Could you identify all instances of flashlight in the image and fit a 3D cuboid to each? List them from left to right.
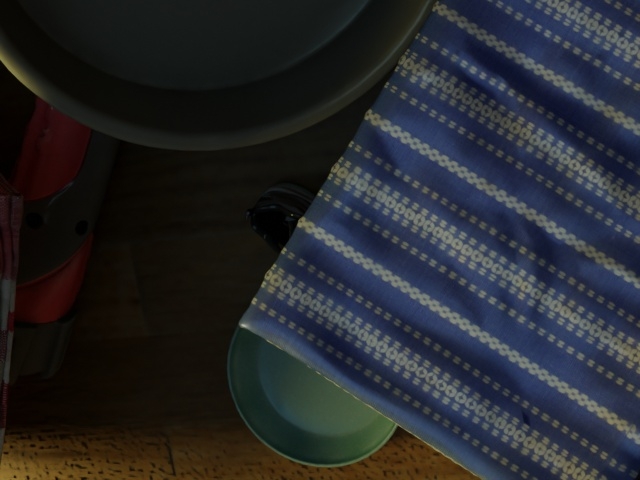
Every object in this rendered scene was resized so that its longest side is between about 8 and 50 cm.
[{"bbox_3d":[-0.172,-0.063,1.174,0.103,0.103,0.304,21,112,9],"label":"flashlight"}]

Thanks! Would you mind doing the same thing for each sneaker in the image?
[{"bbox_3d":[0.000,0.000,1.151,0.098,0.069,0.038,19,111,13],"label":"sneaker"}]

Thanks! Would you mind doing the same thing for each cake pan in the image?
[{"bbox_3d":[-0.063,-0.194,1.059,0.293,0.054,0.293,-5,116,-11],"label":"cake pan"}]

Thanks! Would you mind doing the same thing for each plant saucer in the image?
[{"bbox_3d":[0.000,0.084,1.201,0.119,0.021,0.119,5,106,17],"label":"plant saucer"}]

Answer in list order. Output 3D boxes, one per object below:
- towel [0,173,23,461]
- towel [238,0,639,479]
[{"bbox_3d":[-0.264,0.059,1.175,0.237,0.037,0.329,40,132,41],"label":"towel"},{"bbox_3d":[0.140,-0.031,1.058,0.243,0.040,0.336,32,93,8],"label":"towel"}]
